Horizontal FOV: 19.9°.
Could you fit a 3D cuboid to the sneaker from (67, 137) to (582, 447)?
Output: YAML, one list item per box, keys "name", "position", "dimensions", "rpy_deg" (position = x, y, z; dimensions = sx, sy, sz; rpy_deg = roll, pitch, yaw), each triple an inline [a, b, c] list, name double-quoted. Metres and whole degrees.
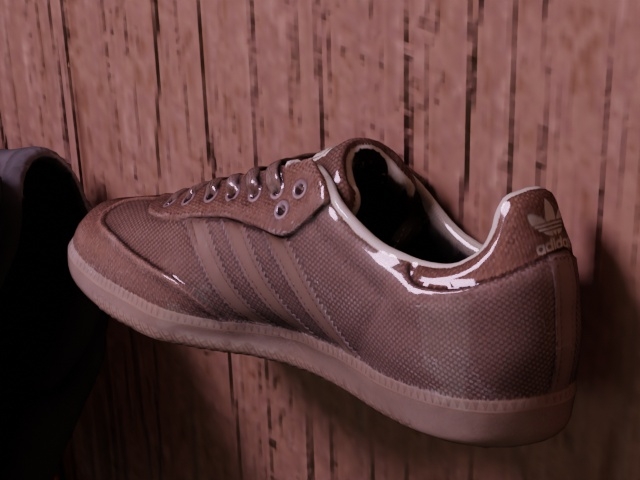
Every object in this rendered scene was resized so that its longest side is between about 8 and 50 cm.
- name: "sneaker"
  position: [0.000, 0.000, 0.539]
  dimensions: [0.188, 0.066, 0.071]
  rpy_deg: [17, 109, 38]

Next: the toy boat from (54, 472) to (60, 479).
- name: "toy boat"
  position: [-0.162, 0.148, 0.785]
  dimensions: [0.231, 0.151, 0.151]
  rpy_deg: [45, 113, 21]

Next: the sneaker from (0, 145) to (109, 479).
- name: "sneaker"
  position: [-0.213, -0.019, 0.728]
  dimensions: [0.169, 0.257, 0.447]
  rpy_deg: [49, -158, -61]
